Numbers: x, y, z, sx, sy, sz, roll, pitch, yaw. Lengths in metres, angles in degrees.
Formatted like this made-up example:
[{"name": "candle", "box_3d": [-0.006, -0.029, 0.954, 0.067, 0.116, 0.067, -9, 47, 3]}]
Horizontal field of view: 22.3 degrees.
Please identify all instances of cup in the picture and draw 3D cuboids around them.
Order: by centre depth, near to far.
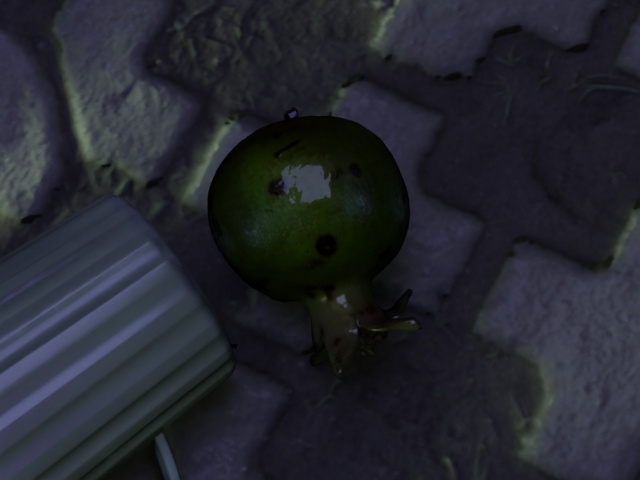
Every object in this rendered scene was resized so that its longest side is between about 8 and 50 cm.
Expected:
[{"name": "cup", "box_3d": [-0.165, 0.102, 1.078, 0.202, 0.221, 0.167, -36, 34, -13]}]

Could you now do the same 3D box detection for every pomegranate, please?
[{"name": "pomegranate", "box_3d": [0.005, -0.005, 1.100, 0.148, 0.148, 0.169, -35, 93, -10]}]
